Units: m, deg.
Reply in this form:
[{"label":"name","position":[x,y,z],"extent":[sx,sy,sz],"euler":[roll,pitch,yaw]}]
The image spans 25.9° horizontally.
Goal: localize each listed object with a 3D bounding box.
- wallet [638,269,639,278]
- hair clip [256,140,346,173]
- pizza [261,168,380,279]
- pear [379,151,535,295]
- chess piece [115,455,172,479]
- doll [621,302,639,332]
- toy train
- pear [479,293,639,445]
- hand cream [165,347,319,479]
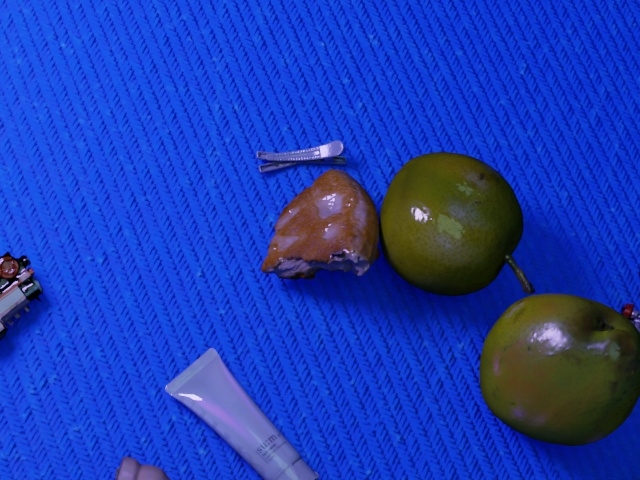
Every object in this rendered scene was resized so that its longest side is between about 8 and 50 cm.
[{"label":"wallet","position":[0.490,0.058,1.776],"extent":[0.157,0.018,0.082],"euler":[1,30,-8]},{"label":"hair clip","position":[-0.023,-0.108,1.758],"extent":[0.115,0.039,0.030],"euler":[-9,68,-10]},{"label":"pizza","position":[0.000,0.000,1.690],"extent":[0.161,0.062,0.182],"euler":[-29,37,-3]},{"label":"pear","position":[0.176,-0.011,1.683],"extent":[0.216,0.166,0.180],"euler":[29,53,19]},{"label":"chess piece","position":[-0.050,0.352,1.560],"extent":[0.397,0.117,0.117],"euler":[17,69,-5]},{"label":"doll","position":[0.444,0.117,1.751],"extent":[0.169,0.057,0.109],"euler":[0,54,4]},{"label":"toy train","position":[-0.427,0.109,1.610],"extent":[0.250,0.053,0.085],"euler":[-42,90,-20]},{"label":"pear","position":[0.286,0.144,1.623],"extent":[0.188,0.219,0.187],"euler":[6,70,-17]},{"label":"hand cream","position":[-0.086,0.221,1.630],"extent":[0.078,0.050,0.205],"euler":[-41,78,-19]}]
